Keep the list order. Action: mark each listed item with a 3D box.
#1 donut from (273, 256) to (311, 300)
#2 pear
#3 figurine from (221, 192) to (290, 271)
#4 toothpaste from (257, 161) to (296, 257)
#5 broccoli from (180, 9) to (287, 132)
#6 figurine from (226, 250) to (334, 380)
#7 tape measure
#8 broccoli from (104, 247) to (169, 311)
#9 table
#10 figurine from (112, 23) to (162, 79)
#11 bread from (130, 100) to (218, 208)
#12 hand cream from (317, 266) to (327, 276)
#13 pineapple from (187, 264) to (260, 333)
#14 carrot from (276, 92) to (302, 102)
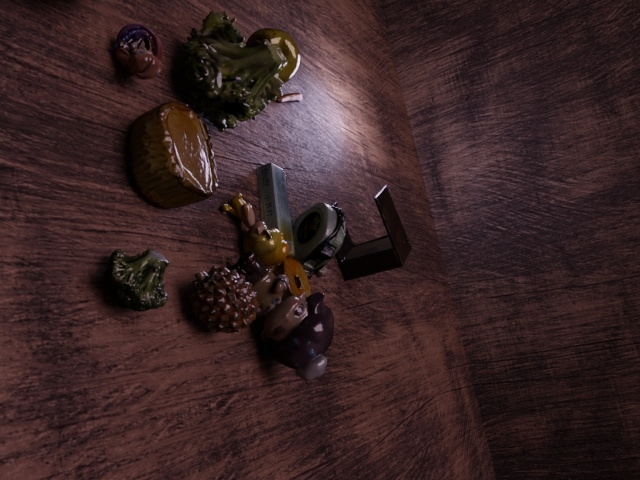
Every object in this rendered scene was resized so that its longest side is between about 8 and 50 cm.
[{"bbox_3d":[-0.098,0.137,1.835,0.174,0.075,0.190,68,17,1],"label":"donut"},{"bbox_3d":[-0.173,-0.638,2.043,0.197,0.197,0.197,40,42,-48],"label":"pear"},{"bbox_3d":[-0.189,-0.022,1.731,0.246,0.131,0.156,56,-12,-1],"label":"figurine"},{"bbox_3d":[-0.144,-0.095,1.899,0.089,0.071,0.313,21,57,-55],"label":"toothpaste"},{"bbox_3d":[-0.230,-0.475,1.716,0.348,0.281,0.293,20,56,-47],"label":"broccoli"},{"bbox_3d":[-0.103,0.195,1.641,0.218,0.206,0.365,-50,121,-28],"label":"figurine"},{"bbox_3d":[0.000,0.000,1.963,0.115,0.207,0.235,31,46,-35],"label":"tape measure"},{"bbox_3d":[-0.394,0.082,1.256,0.162,0.138,0.146,32,9,-49],"label":"broccoli"},{"bbox_3d":[0.179,-0.030,2.277,0.282,0.251,0.196,68,28,-12],"label":"table"},{"bbox_3d":[-0.450,-0.454,1.471,0.126,0.114,0.157,7,52,-45],"label":"figurine"},{"bbox_3d":[-0.368,-0.212,1.467,0.227,0.142,0.253,12,61,-59],"label":"bread"},{"bbox_3d":[-0.029,0.071,2.070,0.165,0.037,0.057,50,34,-28],"label":"hand cream"},{"bbox_3d":[-0.251,0.142,1.462,0.193,0.166,0.166,53,33,-33],"label":"pineapple"},{"bbox_3d":[-0.125,-0.544,2.242,0.190,0.037,0.037,-30,102,-59],"label":"carrot"}]
